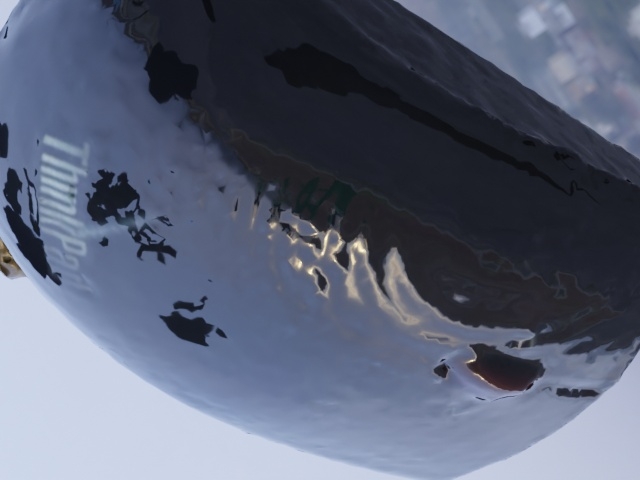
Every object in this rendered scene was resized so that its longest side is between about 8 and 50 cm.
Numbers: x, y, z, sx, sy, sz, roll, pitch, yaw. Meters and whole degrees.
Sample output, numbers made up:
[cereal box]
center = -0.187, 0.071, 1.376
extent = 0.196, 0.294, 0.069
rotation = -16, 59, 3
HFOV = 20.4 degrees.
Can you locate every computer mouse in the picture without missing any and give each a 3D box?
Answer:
[computer mouse]
center = 0.000, 0.000, 0.651
extent = 0.269, 0.170, 0.100
rotation = 27, -145, -23

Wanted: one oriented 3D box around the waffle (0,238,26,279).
[waffle]
center = -0.305, -0.100, 1.032
extent = 0.224, 0.098, 0.328
rotation = 36, 170, 35
